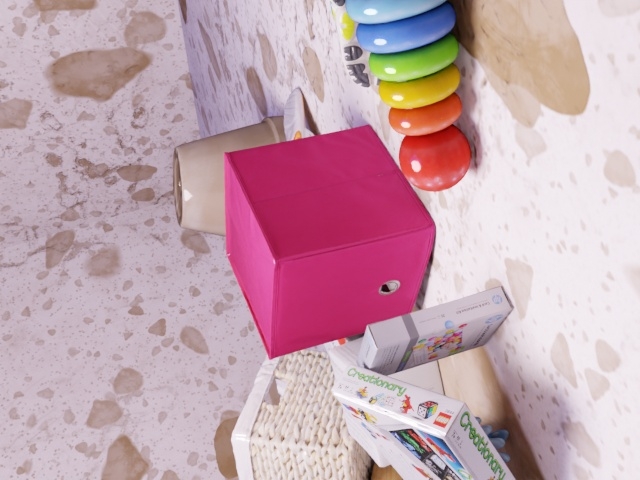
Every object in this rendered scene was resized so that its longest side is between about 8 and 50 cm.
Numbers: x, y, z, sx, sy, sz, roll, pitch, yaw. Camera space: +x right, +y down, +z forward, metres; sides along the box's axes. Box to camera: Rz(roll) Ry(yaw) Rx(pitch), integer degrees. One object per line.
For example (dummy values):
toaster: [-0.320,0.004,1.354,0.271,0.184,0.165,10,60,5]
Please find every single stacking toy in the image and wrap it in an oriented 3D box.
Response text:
stacking toy: [0.105,-0.207,0.856,0.141,0.141,0.330,-132,24,-61]

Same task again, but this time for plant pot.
plant pot: [-0.198,-0.132,1.730,0.323,0.280,0.323,176,90,-74]

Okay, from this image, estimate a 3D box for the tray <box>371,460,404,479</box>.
tray: [0.136,0.623,1.505,0.411,0.076,0.203,-52,-42,-75]

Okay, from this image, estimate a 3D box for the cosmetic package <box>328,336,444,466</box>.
cosmetic package: [0.126,0.275,1.329,0.151,0.151,0.184,-156,50,-68]

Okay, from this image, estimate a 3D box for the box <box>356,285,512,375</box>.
box: [0.146,0.128,0.980,0.145,0.186,0.038,98,153,-62]

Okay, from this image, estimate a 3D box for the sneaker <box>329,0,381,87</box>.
sneaker: [0.046,-0.342,0.987,0.110,0.107,0.275,-108,9,-48]

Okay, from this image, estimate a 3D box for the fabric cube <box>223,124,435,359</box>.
fabric cube: [0.000,0.000,1.213,0.254,0.258,0.259,98,152,-47]

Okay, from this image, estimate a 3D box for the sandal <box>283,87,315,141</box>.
sandal: [-0.030,-0.204,1.563,0.102,0.076,0.265,139,135,-61]

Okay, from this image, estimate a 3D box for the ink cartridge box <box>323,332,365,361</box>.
ink cartridge box: [-0.008,0.143,1.514,0.385,0.091,0.308,44,-168,-46]

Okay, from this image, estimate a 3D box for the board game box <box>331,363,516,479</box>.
board game box: [0.162,0.295,0.983,0.193,0.053,0.305,10,144,47]

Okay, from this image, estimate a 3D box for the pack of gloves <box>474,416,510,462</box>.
pack of gloves: [0.271,0.348,1.114,0.195,0.046,0.232,54,162,10]

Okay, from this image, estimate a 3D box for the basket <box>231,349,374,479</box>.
basket: [-0.016,0.459,1.668,0.328,0.266,0.331,-66,-27,-57]
